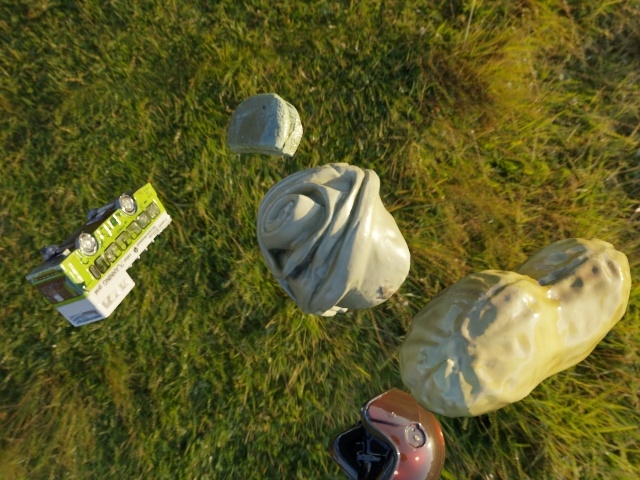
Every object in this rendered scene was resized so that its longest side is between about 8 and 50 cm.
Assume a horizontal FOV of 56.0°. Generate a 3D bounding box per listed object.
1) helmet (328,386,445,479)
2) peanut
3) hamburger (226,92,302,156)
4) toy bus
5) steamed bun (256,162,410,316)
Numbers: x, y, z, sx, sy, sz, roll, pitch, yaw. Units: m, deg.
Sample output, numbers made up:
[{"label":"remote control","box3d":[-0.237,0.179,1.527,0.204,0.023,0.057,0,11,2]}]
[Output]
[{"label":"helmet","box3d":[0.126,0.377,1.090,0.193,0.189,0.216,22,44,-9]},{"label":"peanut","box3d":[0.219,0.090,0.656,0.306,0.147,0.147,-16,84,-26]},{"label":"hamburger","box3d":[-0.080,-0.163,0.829,0.121,0.054,0.084,7,84,39]},{"label":"toy bus","box3d":[-0.394,0.014,1.124,0.113,0.301,0.139,-17,117,27]},{"label":"steamed bun","box3d":[-0.007,0.004,1.268,0.310,0.219,0.324,-25,77,39]}]
